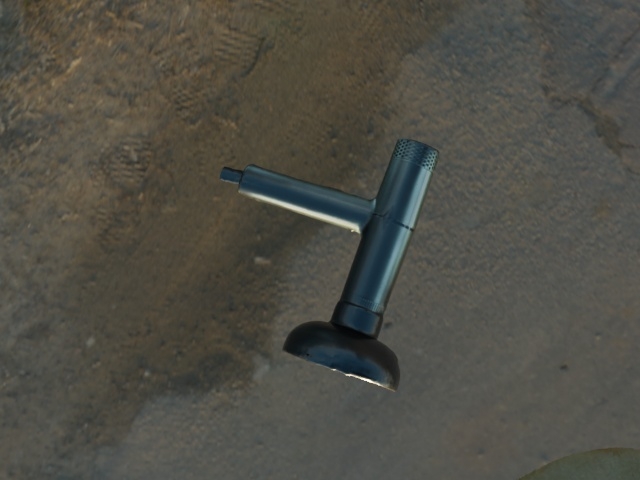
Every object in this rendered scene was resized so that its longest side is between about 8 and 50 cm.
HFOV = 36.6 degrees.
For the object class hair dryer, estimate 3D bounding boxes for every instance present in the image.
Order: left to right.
[{"bbox_3d":[0.001,0.019,1.291,0.284,0.320,0.156,5,166,33],"label":"hair dryer"}]

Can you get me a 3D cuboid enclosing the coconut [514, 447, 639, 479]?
[{"bbox_3d":[0.251,0.379,0.839,0.415,0.344,0.415,-22,152,-12],"label":"coconut"}]
